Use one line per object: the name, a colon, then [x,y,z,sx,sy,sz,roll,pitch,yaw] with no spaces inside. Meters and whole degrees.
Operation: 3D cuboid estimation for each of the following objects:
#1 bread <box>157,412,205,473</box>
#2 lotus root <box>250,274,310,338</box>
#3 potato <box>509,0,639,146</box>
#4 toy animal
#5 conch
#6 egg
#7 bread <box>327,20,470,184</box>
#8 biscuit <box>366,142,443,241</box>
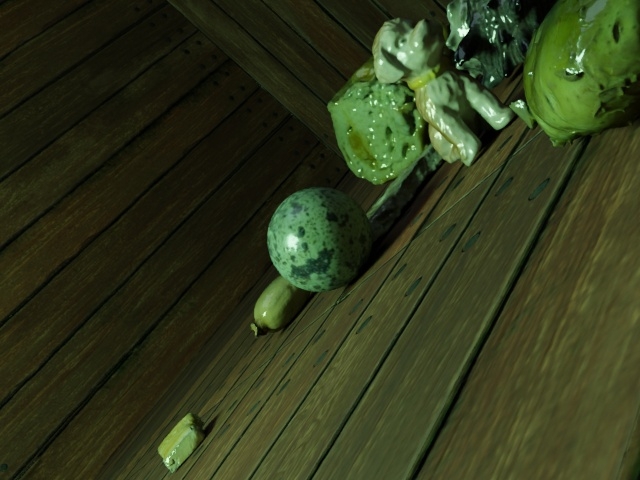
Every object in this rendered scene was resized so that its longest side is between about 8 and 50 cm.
bread: [-0.187,0.273,1.231,0.070,0.035,0.083,-49,10,-6]
lotus root: [-0.062,0.096,1.390,0.150,0.062,0.073,-49,3,-30]
potato: [0.183,-0.120,0.602,0.117,0.090,0.225,-54,-3,-2]
toy animal: [0.133,-0.185,1.107,0.104,0.185,0.184,-50,3,1]
conch: [0.263,-0.337,1.374,0.313,0.186,0.241,-86,7,-55]
egg: [0.000,0.000,1.153,0.132,0.132,0.172,-48,-8,-3]
bread: [0.147,-0.243,1.572,0.196,0.239,0.252,7,46,33]
biscuit: [0.116,-0.071,1.305,0.250,0.032,0.133,-50,5,-26]
